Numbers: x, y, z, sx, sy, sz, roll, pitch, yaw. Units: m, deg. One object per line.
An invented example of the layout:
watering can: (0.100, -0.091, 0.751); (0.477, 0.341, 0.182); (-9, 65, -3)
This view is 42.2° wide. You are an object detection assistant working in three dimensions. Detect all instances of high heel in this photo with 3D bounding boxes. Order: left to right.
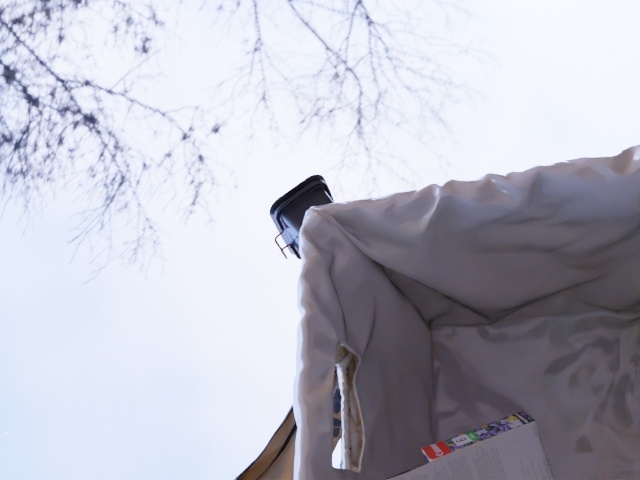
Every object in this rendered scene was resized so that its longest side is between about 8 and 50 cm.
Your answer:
high heel: (-0.039, 0.194, 0.825); (0.261, 0.093, 0.186); (-20, -63, -40)

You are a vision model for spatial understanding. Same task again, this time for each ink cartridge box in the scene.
ink cartridge box: (0.098, 0.166, 0.562); (0.115, 0.029, 0.063); (-19, -84, -5)

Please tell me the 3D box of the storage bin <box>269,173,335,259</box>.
storage bin: (0.000, 0.000, 1.059); (0.098, 0.135, 0.091); (-35, -124, -7)

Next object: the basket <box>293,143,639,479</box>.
basket: (0.177, 0.140, 0.654); (0.266, 0.331, 0.328); (44, -139, -59)
